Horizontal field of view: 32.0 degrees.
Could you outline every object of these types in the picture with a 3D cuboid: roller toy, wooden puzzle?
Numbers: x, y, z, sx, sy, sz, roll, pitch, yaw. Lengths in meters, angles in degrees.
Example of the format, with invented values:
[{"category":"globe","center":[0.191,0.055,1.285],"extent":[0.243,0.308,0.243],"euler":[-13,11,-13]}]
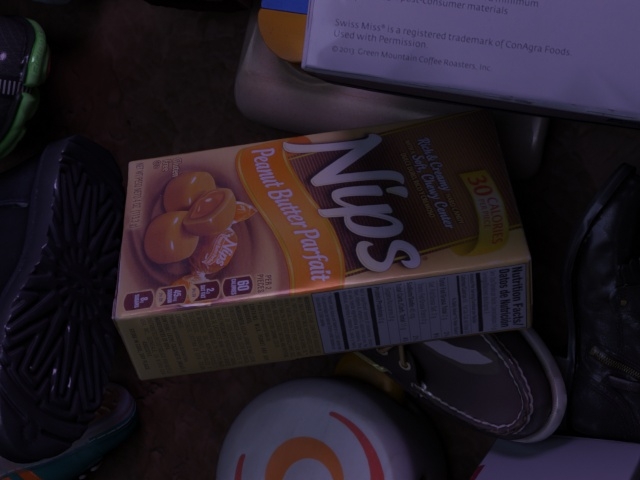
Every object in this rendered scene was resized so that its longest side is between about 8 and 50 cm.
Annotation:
[{"category":"roller toy","center":[0.013,0.219,1.024],"extent":[0.191,0.146,0.209],"euler":[-27,74,18]},{"category":"wooden puzzle","center":[0.075,-0.251,1.006],"extent":[0.322,0.080,0.347],"euler":[15,99,27]}]

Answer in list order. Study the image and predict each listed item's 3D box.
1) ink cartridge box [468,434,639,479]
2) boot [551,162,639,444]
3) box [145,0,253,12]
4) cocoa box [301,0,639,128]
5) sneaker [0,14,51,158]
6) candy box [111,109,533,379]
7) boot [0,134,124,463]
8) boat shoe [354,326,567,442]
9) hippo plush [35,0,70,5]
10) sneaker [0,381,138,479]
[{"category":"ink cartridge box","center":[0.197,0.266,0.908],"extent":[0.127,0.128,0.176],"euler":[-1,111,31]},{"category":"boot","center":[0.306,0.083,0.898],"extent":[0.229,0.091,0.263],"euler":[16,110,26]},{"category":"box","center":[-0.130,-0.422,1.011],"extent":[0.143,0.191,0.381],"euler":[11,87,32]},{"category":"cocoa box","center":[0.174,-0.205,0.807],"extent":[0.347,0.228,0.231],"euler":[8,96,2]},{"category":"sneaker","center":[-0.484,-0.205,1.215],"extent":[0.483,0.202,0.185],"euler":[18,92,33]},{"category":"candy box","center":[0.000,0.000,0.911],"extent":[0.317,0.087,0.183],"euler":[-9,46,4]},{"category":"boot","center":[-0.432,0.100,1.200],"extent":[0.445,0.146,0.367],"euler":[-15,48,25]},{"category":"boat shoe","center":[0.070,0.065,0.973],"extent":[0.324,0.097,0.116],"euler":[42,113,36]},{"category":"hippo plush","center":[-0.336,-0.364,1.135],"extent":[0.294,0.234,0.236],"euler":[21,111,12]},{"category":"sneaker","center":[-0.316,0.259,1.239],"extent":[0.302,0.108,0.121],"euler":[-26,118,14]}]
